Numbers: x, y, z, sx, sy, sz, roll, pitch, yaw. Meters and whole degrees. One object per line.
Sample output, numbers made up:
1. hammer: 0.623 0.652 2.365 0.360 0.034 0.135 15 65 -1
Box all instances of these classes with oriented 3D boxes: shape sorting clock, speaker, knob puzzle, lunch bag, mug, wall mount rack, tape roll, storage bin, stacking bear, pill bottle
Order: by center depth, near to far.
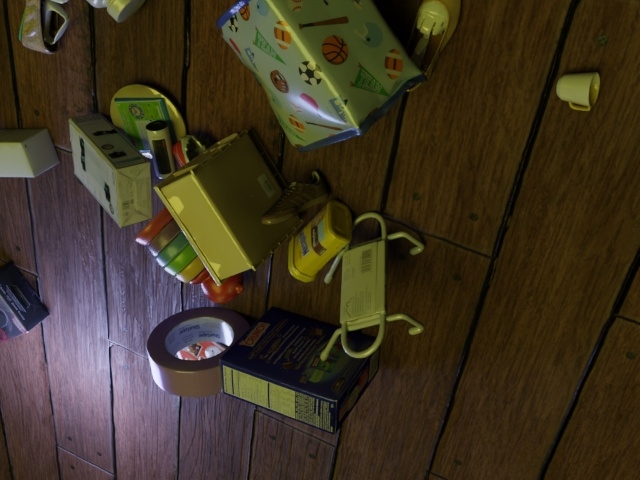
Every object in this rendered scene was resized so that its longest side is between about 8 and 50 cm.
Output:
1. mug: 0.464 -0.268 1.449 0.064 0.062 0.078 13 119 32
2. lunch bag: -0.026 -0.357 1.549 0.328 0.239 0.385 55 157 -11
3. pill bottle: -0.488 -0.590 1.746 0.221 0.124 0.124 45 131 -4
4. wall mount rack: 0.089 0.125 1.801 0.304 0.350 0.130 -19 143 35
5. storage bin: -0.192 -0.086 1.810 0.123 0.260 0.262 -20 108 39
6. speaker: -0.383 -0.220 1.931 0.055 0.055 0.136 14 130 22
7. shape sorting clock: -0.420 -0.289 1.954 0.206 0.040 0.206 10 130 12
8. stacking bear: -0.315 0.041 2.040 0.289 0.164 0.175 45 131 -9
9. tape roll: -0.315 0.290 2.115 0.275 0.275 0.090 12 124 23
10. knob puzzle: -0.357 0.334 2.329 0.213 0.030 0.213 15 126 22

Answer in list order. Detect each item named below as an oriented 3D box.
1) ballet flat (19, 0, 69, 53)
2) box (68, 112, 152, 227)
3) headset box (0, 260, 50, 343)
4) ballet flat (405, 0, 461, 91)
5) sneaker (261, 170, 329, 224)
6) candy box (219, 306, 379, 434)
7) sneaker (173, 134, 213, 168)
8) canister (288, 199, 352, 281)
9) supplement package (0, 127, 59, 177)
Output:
1. ballet flat: -0.631 -0.566 1.868 0.106 0.107 0.316 30 139 1
2. box: -0.520 -0.179 1.973 0.290 0.087 0.169 40 137 40
3. headset box: -1.028 0.207 2.580 0.293 0.110 0.218 -20 107 38
4. ballet flat: 0.205 -0.382 1.514 0.080 0.073 0.232 25 129 13
5. sneaker: -0.065 -0.095 1.787 0.066 0.188 0.071 -2 112 51
6. candy box: -0.049 0.312 1.981 0.317 0.268 0.122 16 123 21
7. sneaker: -0.269 -0.131 1.952 0.118 0.107 0.279 2 121 52
8. canister: 0.000 0.000 1.848 0.073 0.126 0.170 23 133 -24
9. supplement package: -0.824 -0.239 2.178 0.179 0.105 0.105 4 120 29
